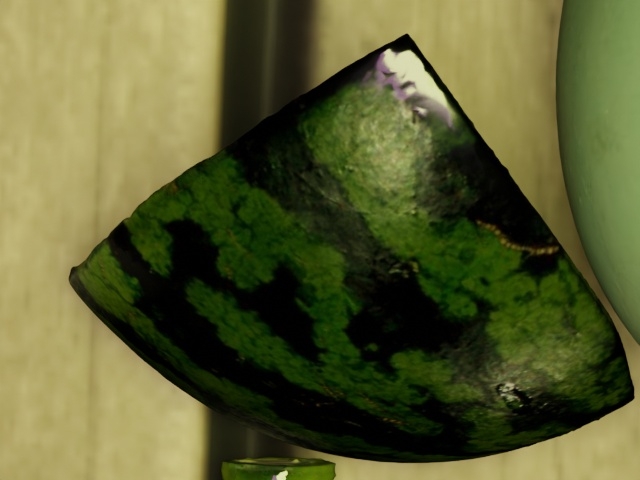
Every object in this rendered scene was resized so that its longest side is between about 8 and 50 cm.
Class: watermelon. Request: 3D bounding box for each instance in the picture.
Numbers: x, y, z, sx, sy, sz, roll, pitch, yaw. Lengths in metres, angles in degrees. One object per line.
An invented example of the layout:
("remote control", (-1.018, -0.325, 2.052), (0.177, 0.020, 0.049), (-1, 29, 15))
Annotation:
("watermelon", (-0.001, 0.016, 0.614), (0.145, 0.137, 0.193), (-32, 134, 3))

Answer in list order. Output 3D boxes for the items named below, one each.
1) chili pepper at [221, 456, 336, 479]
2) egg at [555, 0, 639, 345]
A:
("chili pepper", (-0.034, 0.165, 0.648), (0.050, 0.052, 0.202), (11, 101, -42))
("egg", (0.154, -0.054, 0.568), (0.168, 0.168, 0.231), (2, 81, 3))
